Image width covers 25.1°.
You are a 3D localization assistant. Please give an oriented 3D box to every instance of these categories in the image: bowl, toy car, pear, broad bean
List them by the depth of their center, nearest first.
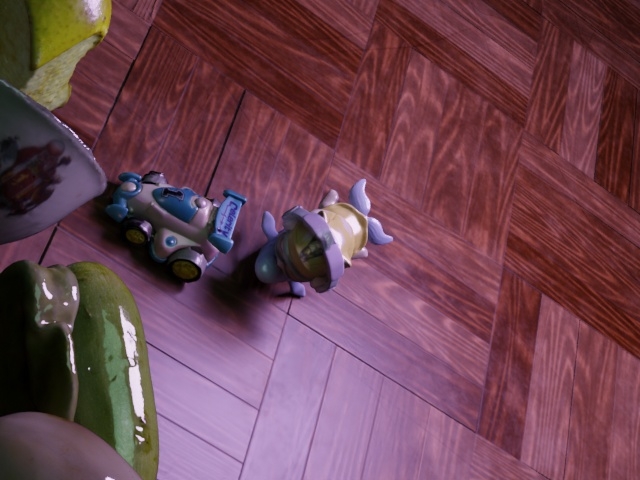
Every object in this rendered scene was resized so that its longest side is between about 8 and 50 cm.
[{"bbox_3d":[-0.416,-0.081,1.564,0.337,0.337,0.158,34,73,-17],"label":"bowl"},{"bbox_3d":[-0.318,0.125,1.564,0.072,0.153,0.207,16,69,-47],"label":"broad bean"},{"bbox_3d":[-0.374,-0.297,1.749,0.238,0.255,0.164,51,43,9],"label":"pear"},{"bbox_3d":[-0.182,-0.039,1.840,0.161,0.098,0.126,35,41,-18],"label":"toy car"}]

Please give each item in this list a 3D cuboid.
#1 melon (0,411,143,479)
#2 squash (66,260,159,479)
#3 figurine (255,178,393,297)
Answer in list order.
[{"bbox_3d":[-0.260,0.312,1.423,0.317,0.223,0.223,48,41,4],"label":"melon"},{"bbox_3d":[-0.238,0.193,1.607,0.118,0.118,0.371,6,59,-38],"label":"squash"},{"bbox_3d":[0.000,0.000,1.911,0.208,0.184,0.128,-29,98,-22],"label":"figurine"}]
